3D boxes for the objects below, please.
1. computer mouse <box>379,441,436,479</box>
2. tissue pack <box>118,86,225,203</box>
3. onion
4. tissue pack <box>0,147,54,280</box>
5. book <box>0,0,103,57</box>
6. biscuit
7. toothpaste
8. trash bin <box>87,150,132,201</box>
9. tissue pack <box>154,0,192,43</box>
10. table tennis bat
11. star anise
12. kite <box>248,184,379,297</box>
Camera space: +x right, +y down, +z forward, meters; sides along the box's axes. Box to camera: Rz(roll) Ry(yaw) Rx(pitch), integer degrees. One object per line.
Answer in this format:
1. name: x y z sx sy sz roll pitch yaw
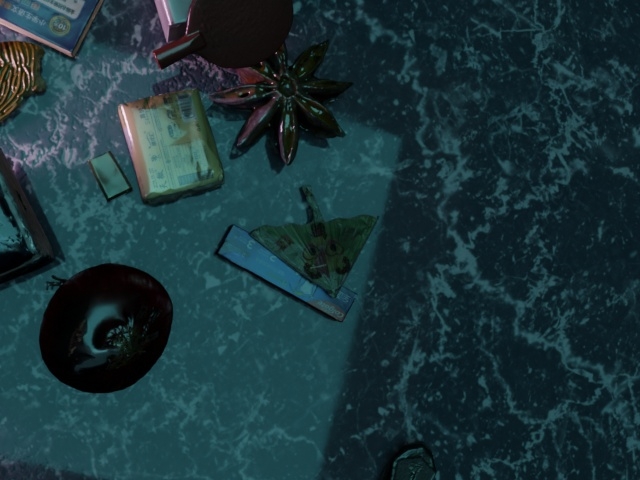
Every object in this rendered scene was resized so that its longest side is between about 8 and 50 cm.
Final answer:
1. computer mouse: 0.191 0.541 1.788 0.106 0.062 0.192 23 88 -11
2. tissue pack: -0.318 -0.201 1.699 0.186 0.090 0.222 -17 92 -15
3. onion: -0.447 0.167 1.613 0.273 0.285 0.273 -21 124 -35
4. tissue pack: -0.763 0.008 1.506 0.417 0.253 0.264 -26 94 -12
5. book: -0.574 -0.645 1.691 0.300 0.039 0.427 26 82 -10
6. biscuit: -0.672 -0.313 1.657 0.176 0.031 0.228 9 85 -10
7. toothpaste: -0.076 0.074 1.751 0.321 0.066 0.076 30 81 -10
8. trash bin: -0.451 -0.138 1.693 0.061 0.043 0.092 -28 90 -12
9. tissue pack: -0.227 -0.529 1.702 0.246 0.159 0.135 -16 92 -13
10. table tennis bat: -0.198 -0.437 1.621 0.310 0.038 0.200 -28 119 -6
11. star anise: -0.087 -0.324 1.745 0.332 0.117 0.331 3 79 -17
12. kite: 0.000 0.000 1.756 0.323 0.013 0.267 -6 73 -24
